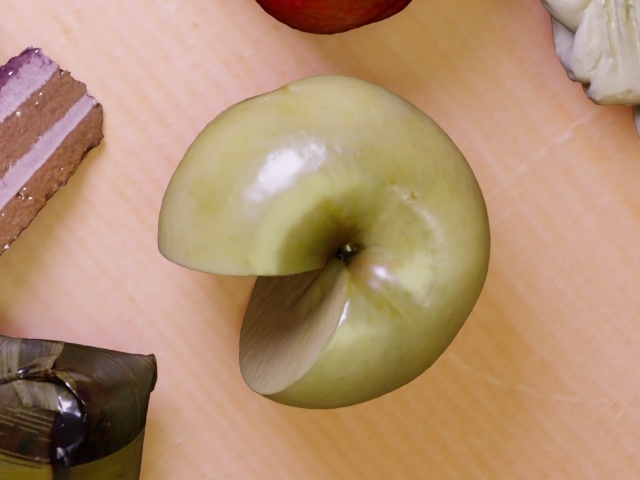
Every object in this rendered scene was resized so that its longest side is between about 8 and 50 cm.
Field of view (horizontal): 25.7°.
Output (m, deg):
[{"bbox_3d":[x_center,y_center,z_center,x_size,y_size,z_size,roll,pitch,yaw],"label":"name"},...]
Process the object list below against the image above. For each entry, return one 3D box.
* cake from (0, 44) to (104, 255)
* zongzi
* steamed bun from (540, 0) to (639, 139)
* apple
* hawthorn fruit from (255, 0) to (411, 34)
[{"bbox_3d":[-0.305,-0.043,1.226,0.295,0.113,0.116,-50,118,-21],"label":"cake"},{"bbox_3d":[-0.322,0.214,1.298,0.318,0.154,0.289,12,105,13],"label":"zongzi"},{"bbox_3d":[0.368,-0.270,1.252,0.352,0.247,0.339,-11,117,29],"label":"steamed bun"},{"bbox_3d":[0.000,0.000,1.233,0.292,0.254,0.292,-3,103,-11],"label":"apple"},{"bbox_3d":[-0.013,-0.330,1.182,0.307,0.265,0.265,40,92,8],"label":"hawthorn fruit"}]
